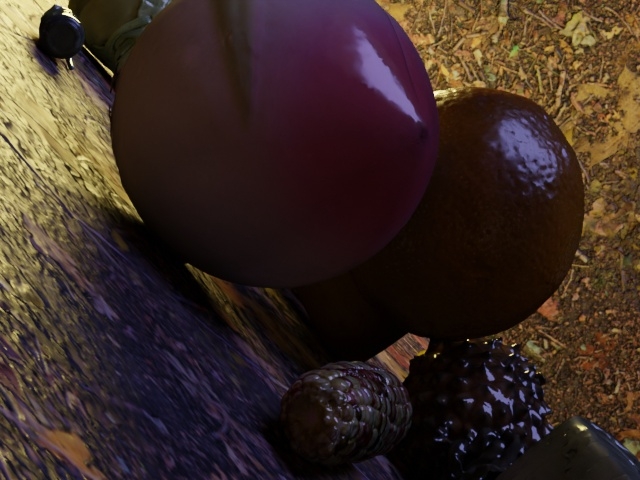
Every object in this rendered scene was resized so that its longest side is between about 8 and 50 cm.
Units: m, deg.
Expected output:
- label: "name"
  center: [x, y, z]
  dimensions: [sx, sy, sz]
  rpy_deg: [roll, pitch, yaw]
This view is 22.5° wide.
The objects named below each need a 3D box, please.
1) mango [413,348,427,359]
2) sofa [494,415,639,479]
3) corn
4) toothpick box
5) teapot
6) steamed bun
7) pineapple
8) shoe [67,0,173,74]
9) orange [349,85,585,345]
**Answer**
- label: "mango"
  center: [0.174, 0.200, 2.170]
  dimensions: [0.103, 0.076, 0.161]
  rpy_deg: [38, 7, -37]
- label: "sofa"
  center: [0.207, 0.275, 1.179]
  dimensions: [0.225, 0.210, 0.176]
  rpy_deg: [47, 4, -22]
- label: "corn"
  center: [0.019, 0.141, 1.311]
  dimensions: [0.086, 0.086, 0.253]
  rpy_deg: [49, 8, 11]
- label: "toothpick box"
  center: [-0.001, -0.014, 1.787]
  dimensions: [0.294, 0.192, 0.192]
  rpy_deg: [54, 5, -2]
- label: "teapot"
  center: [-0.278, -0.223, 1.754]
  dimensions: [0.063, 0.049, 0.083]
  rpy_deg: [46, 5, -20]
- label: "steamed bun"
  center: [-0.014, -0.101, 1.425]
  dimensions: [0.309, 0.309, 0.309]
  rpy_deg: [47, 5, -6]
- label: "pineapple"
  center: [0.152, 0.214, 1.582]
  dimensions: [0.175, 0.175, 0.361]
  rpy_deg: [47, 18, -12]
- label: "shoe"
  center: [-0.194, -0.232, 1.994]
  dimensions: [0.262, 0.140, 0.128]
  rpy_deg: [50, -1, -16]
- label: "orange"
  center: [0.140, -0.023, 1.620]
  dimensions: [0.264, 0.264, 0.264]
  rpy_deg: [47, 5, -6]
